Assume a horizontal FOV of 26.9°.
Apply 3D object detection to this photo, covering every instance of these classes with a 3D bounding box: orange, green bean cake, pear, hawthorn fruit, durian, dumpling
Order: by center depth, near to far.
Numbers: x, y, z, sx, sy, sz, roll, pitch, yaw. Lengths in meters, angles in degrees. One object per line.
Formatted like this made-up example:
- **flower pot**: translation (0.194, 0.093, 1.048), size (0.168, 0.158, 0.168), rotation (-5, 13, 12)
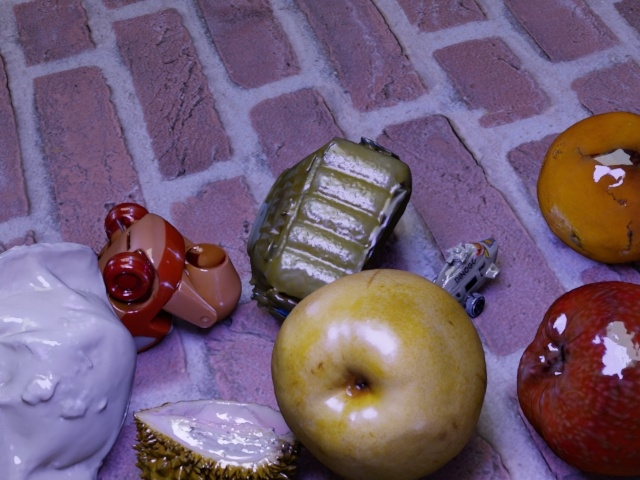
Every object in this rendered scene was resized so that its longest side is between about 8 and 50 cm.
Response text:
- **hawthorn fruit**: translation (0.421, 0.184, 1.792), size (0.300, 0.275, 0.275), rotation (0, 39, -3)
- **pear**: translation (0.082, 0.185, 1.822), size (0.314, 0.314, 0.314), rotation (-6, 39, 5)
- **durian**: translation (-0.138, 0.301, 1.871), size (0.250, 0.138, 0.183), rotation (2, 2, -6)
- **dumpling**: translation (-0.415, 0.190, 1.889), size (0.233, 0.395, 0.316), rotation (-9, -13, 42)
- **orange**: translation (0.466, -0.084, 2.122), size (0.246, 0.246, 0.246), rotation (-6, 39, 5)
- **green bean cake**: translation (0.000, 0.000, 2.140), size (0.202, 0.285, 0.310), rotation (26, 71, 6)

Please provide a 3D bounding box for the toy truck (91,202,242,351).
- **toy truck**: translation (-0.272, 0.085, 2.145), size (0.265, 0.239, 0.189), rotation (-44, 31, 24)

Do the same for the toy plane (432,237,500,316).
- **toy plane**: translation (0.186, 0.090, 2.091), size (0.092, 0.108, 0.286), rotation (28, 65, 36)
